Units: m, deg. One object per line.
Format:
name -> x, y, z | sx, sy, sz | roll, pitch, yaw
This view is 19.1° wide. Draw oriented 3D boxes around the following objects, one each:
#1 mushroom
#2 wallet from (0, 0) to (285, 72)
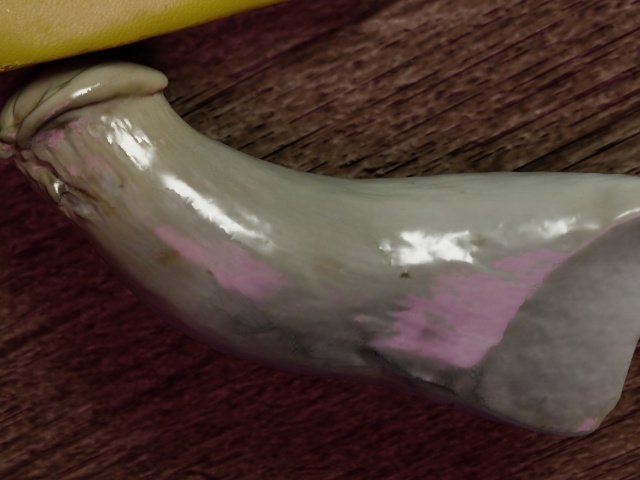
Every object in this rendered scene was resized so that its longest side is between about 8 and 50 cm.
mushroom -> -0.001, 0.000, 1.135 | 0.397, 0.126, 0.177 | 10, 118, -9
wallet -> -0.085, -0.185, 1.027 | 0.241, 0.067, 0.141 | -13, 123, 3
